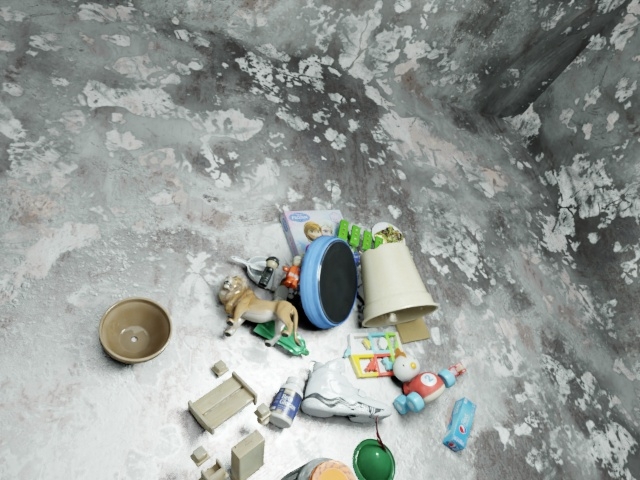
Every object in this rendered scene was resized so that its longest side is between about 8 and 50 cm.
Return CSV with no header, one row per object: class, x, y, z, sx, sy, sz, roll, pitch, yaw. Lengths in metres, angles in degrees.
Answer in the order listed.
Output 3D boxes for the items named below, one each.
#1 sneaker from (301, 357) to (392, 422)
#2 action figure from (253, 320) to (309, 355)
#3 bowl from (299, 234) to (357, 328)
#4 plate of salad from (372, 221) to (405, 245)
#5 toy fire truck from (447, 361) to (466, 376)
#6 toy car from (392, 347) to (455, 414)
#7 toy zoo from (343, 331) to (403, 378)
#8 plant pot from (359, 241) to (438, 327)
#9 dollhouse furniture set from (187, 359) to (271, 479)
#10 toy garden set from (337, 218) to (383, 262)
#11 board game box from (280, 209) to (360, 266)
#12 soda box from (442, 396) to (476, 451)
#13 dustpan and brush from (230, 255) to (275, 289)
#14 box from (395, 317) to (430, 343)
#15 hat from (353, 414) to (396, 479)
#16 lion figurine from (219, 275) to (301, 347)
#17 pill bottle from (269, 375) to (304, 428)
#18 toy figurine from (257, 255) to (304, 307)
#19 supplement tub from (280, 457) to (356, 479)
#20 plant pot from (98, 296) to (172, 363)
sneaker,0.108,0.579,1.805,0.365,0.137,0.210,12,55,-15
action figure,-0.140,0.389,1.863,0.232,0.064,0.137,35,50,8
bowl,0.048,0.172,1.946,0.391,0.077,0.392,5,85,-60
plate of salad,0.362,-0.019,2.430,0.199,0.048,0.200,14,51,-18
toy fire truck,0.590,0.581,2.052,0.135,0.192,0.047,-27,68,-8
toy car,0.380,0.546,1.908,0.219,0.210,0.238,-26,77,-26
toy zoo,0.230,0.492,2.003,0.293,0.030,0.193,3,56,-25
plant pot,0.311,0.188,2.036,0.333,0.334,0.306,0,65,-27
dollhouse furniture set,-0.355,0.639,1.584,0.303,0.174,0.355,-27,48,-38
toy garden set,0.179,0.035,2.213,0.244,0.049,0.204,25,52,-18
board game box,0.000,0.000,2.216,0.318,0.066,0.318,-4,59,-31
soda box,0.587,0.772,1.955,0.067,0.071,0.210,36,48,2
dustpan and brush,-0.289,0.113,1.991,0.211,0.060,0.147,18,51,-15
box,0.414,0.378,2.185,0.164,0.021,0.201,-4,59,-29
hat,0.226,0.786,1.685,0.208,0.184,0.173,34,49,-1
lion figurine,-0.228,0.273,1.808,0.391,0.142,0.240,17,41,6
pill bottle,-0.121,0.591,1.709,0.094,0.094,0.169,30,49,-5
toy figurine,-0.131,0.168,1.925,0.210,0.212,0.148,57,40,-39
supplement tub,-0.017,0.803,1.461,0.193,0.316,0.194,14,52,-19
plant pot,-0.646,0.325,1.623,0.237,0.110,0.238,14,53,-19
